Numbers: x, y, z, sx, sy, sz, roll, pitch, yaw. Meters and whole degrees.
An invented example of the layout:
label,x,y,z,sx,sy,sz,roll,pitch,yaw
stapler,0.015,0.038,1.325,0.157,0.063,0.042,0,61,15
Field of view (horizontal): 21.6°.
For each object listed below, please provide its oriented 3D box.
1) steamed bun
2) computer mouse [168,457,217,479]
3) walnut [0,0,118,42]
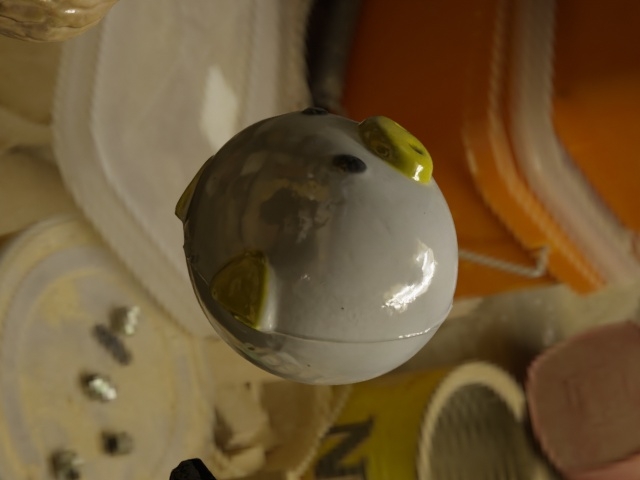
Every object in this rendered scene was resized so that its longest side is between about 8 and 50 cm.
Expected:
label,x,y,z,sx,sy,sz,roll,pitch,yaw
steamed bun,-0.001,0.006,2.033,0.334,0.334,0.374,50,3,-33
computer mouse,-0.107,0.325,1.676,0.086,0.270,0.137,-20,116,-17
walnut,-0.307,-0.318,1.710,0.261,0.225,0.225,32,51,-23
